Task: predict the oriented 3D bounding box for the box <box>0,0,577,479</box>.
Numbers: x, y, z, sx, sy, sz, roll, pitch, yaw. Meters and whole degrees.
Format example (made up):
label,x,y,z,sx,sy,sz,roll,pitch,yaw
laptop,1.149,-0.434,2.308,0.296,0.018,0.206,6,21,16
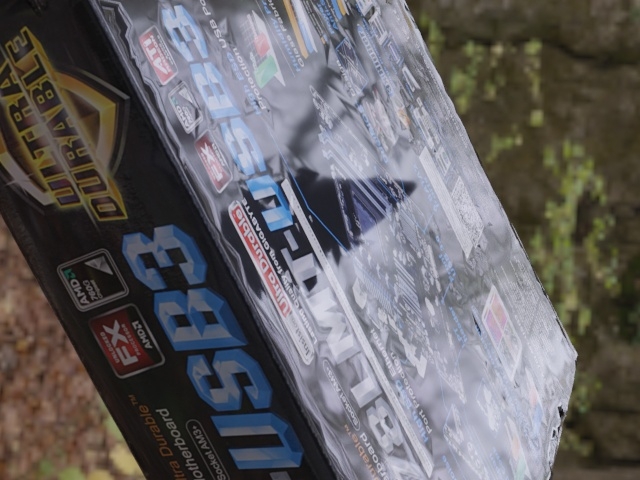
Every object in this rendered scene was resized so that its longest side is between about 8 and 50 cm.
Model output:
label,x,y,z,sx,sy,sz,roll,pitch,yaw
box,0.000,0.000,0.591,0.295,0.073,0.293,62,24,-15
